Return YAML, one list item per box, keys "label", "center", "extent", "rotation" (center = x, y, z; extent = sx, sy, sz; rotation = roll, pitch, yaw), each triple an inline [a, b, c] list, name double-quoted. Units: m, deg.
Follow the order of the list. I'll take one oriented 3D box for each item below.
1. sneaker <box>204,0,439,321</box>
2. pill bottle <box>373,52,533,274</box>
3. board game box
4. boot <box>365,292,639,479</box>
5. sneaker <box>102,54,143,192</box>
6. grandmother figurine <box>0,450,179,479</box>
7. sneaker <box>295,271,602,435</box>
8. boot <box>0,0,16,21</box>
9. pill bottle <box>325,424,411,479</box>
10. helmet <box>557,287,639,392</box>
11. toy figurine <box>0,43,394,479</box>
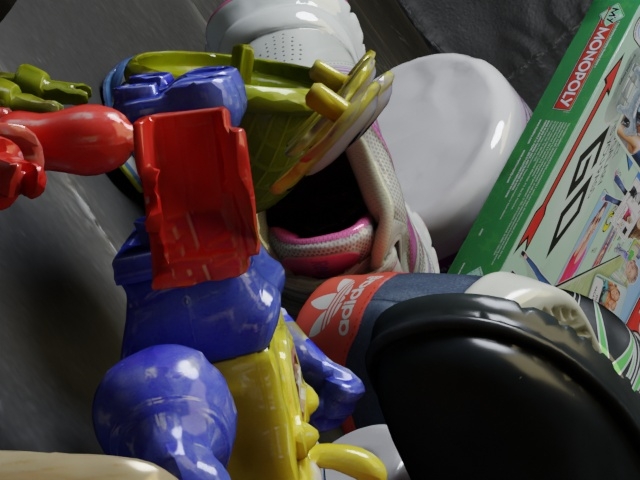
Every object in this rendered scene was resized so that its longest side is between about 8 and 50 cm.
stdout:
- label: "sneaker"
  center: [0.000, 0.000, 0.914]
  extent: [0.111, 0.103, 0.252]
  rotation: [-91, 163, -56]
- label: "pill bottle"
  center: [0.138, 0.008, 1.350]
  extent: [0.301, 0.169, 0.169]
  rotation: [45, 15, -41]
- label: "board game box"
  center: [0.189, 0.017, 1.249]
  extent: [0.046, 0.317, 0.213]
  rotation: [12, -23, 45]
- label: "boot"
  center: [0.085, 0.167, 0.672]
  extent: [0.246, 0.094, 0.207]
  rotation: [53, 37, -32]
- label: "sneaker"
  center: [-0.083, -0.073, 0.954]
  extent: [0.053, 0.059, 0.144]
  rotation: [48, 12, -20]
- label: "grandmother figurine"
  center: [-0.039, 0.190, 0.289]
  extent: [0.208, 0.104, 0.342]
  rotation: [60, 10, -28]
- label: "sneaker"
  center: [0.087, 0.142, 0.910]
  extent: [0.148, 0.131, 0.350]
  rotation: [10, -43, 36]
- label: "boot"
  center: [-0.210, -0.238, 0.603]
  extent: [0.260, 0.131, 0.348]
  rotation: [38, 27, -39]
- label: "pill bottle"
  center: [0.046, 0.154, 0.778]
  extent: [0.137, 0.078, 0.078]
  rotation: [50, 12, -20]
- label: "helmet"
  center: [0.120, 0.109, 1.041]
  extent: [0.169, 0.169, 0.161]
  rotation: [51, -5, -16]
- label: "toy figurine"
  center: [-0.065, 0.050, 0.614]
  extent: [0.362, 0.191, 0.217]
  rotation: [-98, -179, -81]
